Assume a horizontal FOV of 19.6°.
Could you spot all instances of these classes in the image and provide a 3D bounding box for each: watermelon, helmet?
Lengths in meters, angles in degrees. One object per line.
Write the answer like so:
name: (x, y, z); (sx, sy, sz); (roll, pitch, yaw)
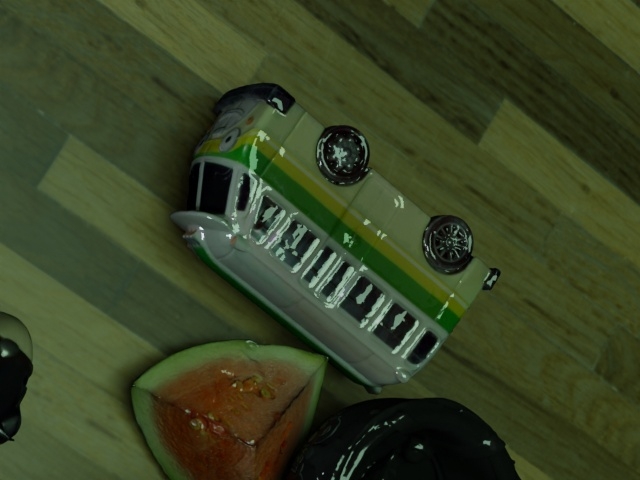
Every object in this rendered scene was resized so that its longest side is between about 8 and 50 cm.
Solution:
watermelon: (-0.097, 0.172, 1.777); (0.145, 0.137, 0.193); (23, 87, 16)
helmet: (0.070, 0.267, 1.813); (0.279, 0.160, 0.230); (41, 71, -35)

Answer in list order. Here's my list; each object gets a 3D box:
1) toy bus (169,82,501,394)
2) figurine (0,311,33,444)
toy bus: (0.000, 0.000, 1.800); (0.305, 0.143, 0.179); (40, 74, -21)
figurine: (-0.390, 0.185, 1.580); (0.306, 0.241, 0.412); (41, 51, -43)
